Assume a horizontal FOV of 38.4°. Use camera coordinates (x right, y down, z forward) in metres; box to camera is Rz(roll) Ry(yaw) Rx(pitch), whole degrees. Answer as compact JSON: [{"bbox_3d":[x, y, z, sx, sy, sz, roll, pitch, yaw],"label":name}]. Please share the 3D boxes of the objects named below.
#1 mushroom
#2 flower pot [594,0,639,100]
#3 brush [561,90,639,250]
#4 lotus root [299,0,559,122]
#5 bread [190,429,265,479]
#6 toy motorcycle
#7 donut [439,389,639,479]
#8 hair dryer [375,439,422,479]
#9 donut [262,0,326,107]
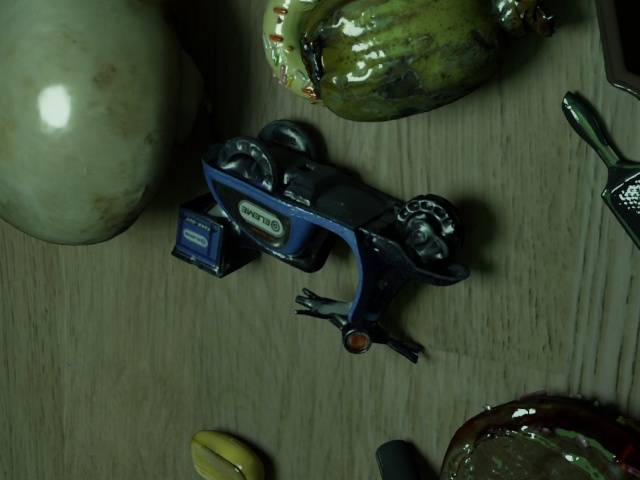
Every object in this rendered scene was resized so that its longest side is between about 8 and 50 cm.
[{"bbox_3d":[-0.263,-0.170,1.090,0.362,0.294,0.363,-10,78,55],"label":"mushroom"},{"bbox_3d":[0.370,-0.208,0.780,0.250,0.084,0.179,-14,74,33],"label":"flower pot"},{"bbox_3d":[0.298,-0.066,0.912,0.063,0.016,0.193,-38,82,30],"label":"brush"},{"bbox_3d":[0.112,-0.209,0.912,0.278,0.154,0.154,-17,93,15],"label":"lotus root"},{"bbox_3d":[-0.119,0.291,1.214,0.115,0.056,0.082,20,130,37],"label":"bread"},{"bbox_3d":[0.000,0.000,1.045,0.358,0.125,0.213,25,121,25],"label":"toy motorcycle"},{"bbox_3d":[0.252,0.283,0.974,0.269,0.103,0.270,8,108,27],"label":"donut"},{"bbox_3d":[0.123,0.355,1.087,0.050,0.173,0.195,-18,133,2],"label":"hair dryer"},{"bbox_3d":[-0.018,-0.224,1.027,0.108,0.065,0.166,-8,98,32],"label":"donut"}]
